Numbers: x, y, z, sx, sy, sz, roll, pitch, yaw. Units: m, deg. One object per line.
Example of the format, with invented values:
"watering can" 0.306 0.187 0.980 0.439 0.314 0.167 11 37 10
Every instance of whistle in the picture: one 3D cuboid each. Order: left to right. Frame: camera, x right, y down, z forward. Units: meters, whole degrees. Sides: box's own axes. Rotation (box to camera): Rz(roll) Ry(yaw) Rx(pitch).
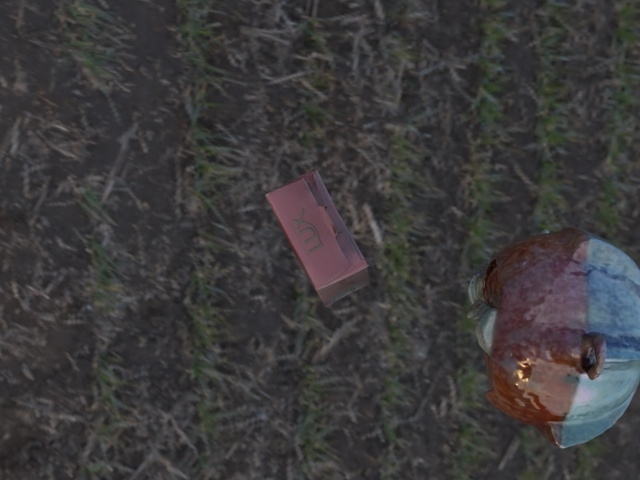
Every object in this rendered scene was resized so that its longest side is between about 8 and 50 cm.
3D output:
"whistle" 0.169 0.058 0.880 0.134 0.346 0.142 -17 96 -1

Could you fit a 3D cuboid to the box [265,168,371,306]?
"box" 0.000 0.000 1.122 0.060 0.156 0.111 -27 78 -2
